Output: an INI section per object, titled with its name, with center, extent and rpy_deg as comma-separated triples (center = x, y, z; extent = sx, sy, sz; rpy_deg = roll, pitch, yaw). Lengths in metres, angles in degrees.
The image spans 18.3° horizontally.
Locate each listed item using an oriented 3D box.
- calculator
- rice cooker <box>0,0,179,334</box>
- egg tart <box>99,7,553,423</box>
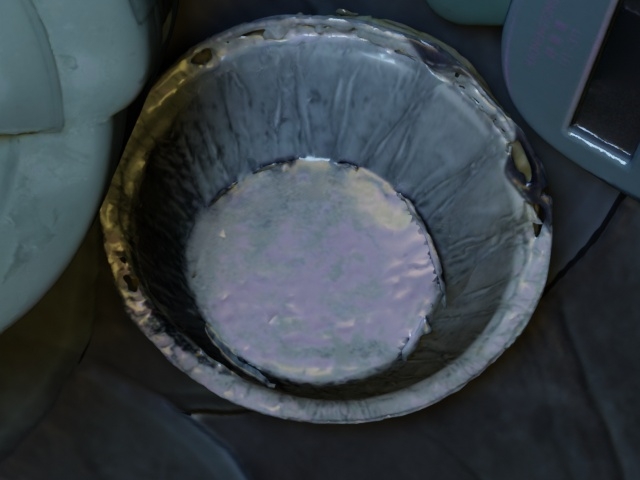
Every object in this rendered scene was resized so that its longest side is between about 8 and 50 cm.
[calculator]
center = 0.179, -0.069, 0.915
extent = 0.299, 0.041, 0.185
rpy_deg = 31, 153, 12
[rice cooker]
center = -0.202, -0.098, 0.867
extent = 0.288, 0.277, 0.288
rpy_deg = 1, 115, 2
[egg tart]
center = 0.000, 0.000, 0.997
extent = 0.234, 0.094, 0.234
rpy_deg = 3, 117, 6
